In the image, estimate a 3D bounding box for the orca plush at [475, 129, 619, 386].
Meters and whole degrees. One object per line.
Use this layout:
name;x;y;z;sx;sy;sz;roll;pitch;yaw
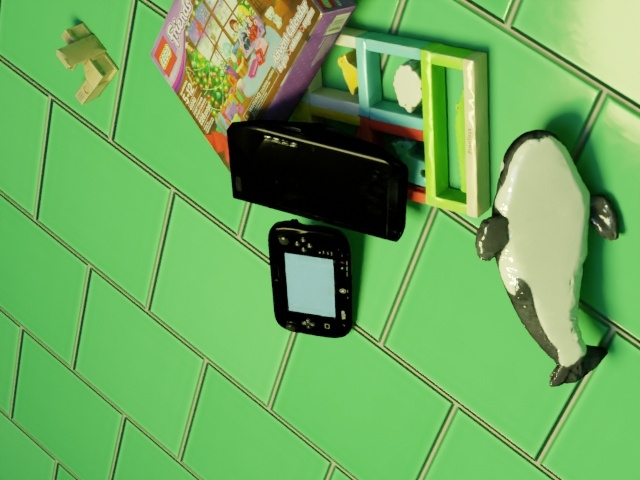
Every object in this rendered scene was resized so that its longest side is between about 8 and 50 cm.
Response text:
orca plush;0.250;0.008;1.417;0.151;0.102;0.287;-28;110;3

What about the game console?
game console;0.000;0.000;1.584;0.213;0.044;0.361;15;139;16

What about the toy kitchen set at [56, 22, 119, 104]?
toy kitchen set;-0.339;-0.238;1.782;0.083;0.068;0.075;53;137;4

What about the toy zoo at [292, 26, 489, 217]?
toy zoo;0.063;-0.148;1.503;0.293;0.030;0.192;16;125;35

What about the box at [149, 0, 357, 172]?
box;-0.089;-0.246;1.530;0.201;0.057;0.293;55;140;18
